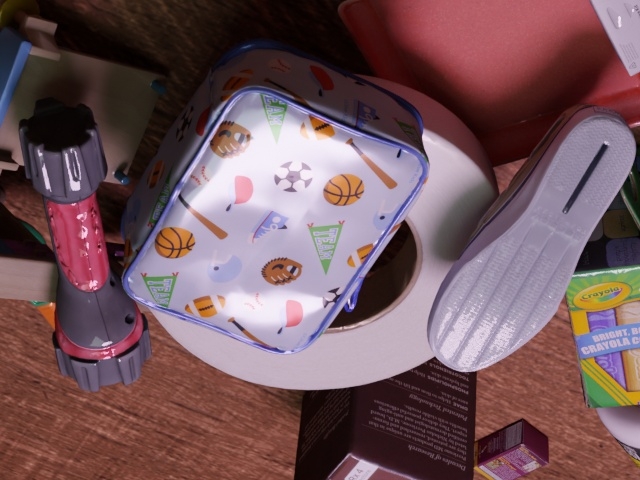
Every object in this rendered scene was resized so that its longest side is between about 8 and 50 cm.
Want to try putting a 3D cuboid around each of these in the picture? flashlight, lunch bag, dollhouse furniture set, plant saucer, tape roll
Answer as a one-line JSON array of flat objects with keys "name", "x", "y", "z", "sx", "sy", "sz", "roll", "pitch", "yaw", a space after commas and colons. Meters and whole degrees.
[{"name": "flashlight", "x": -0.237, "y": 0.012, "z": 1.681, "sx": 0.103, "sy": 0.103, "sz": 0.304, "roll": 11, "pitch": 132, "yaw": 17}, {"name": "lunch bag", "x": -0.044, "y": -0.031, "z": 1.610, "sx": 0.243, "sy": 0.115, "sz": 0.303, "roll": 20, "pitch": 124, "yaw": -22}, {"name": "dollhouse furniture set", "x": -0.281, "y": -0.110, "z": 1.790, "sx": 0.286, "sy": 0.198, "sz": 0.303, "roll": 8, "pitch": 112, "yaw": -42}, {"name": "plant saucer", "x": 0.186, "y": -0.192, "z": 1.665, "sx": 0.259, "sy": 0.047, "sz": 0.258, "roll": -15, "pitch": 132, "yaw": 22}, {"name": "tape roll", "x": 0.000, "y": 0.000, "z": 1.757, "sx": 0.392, "sy": 0.072, "sz": 0.392, "roll": -3, "pitch": 131, "yaw": -3}]

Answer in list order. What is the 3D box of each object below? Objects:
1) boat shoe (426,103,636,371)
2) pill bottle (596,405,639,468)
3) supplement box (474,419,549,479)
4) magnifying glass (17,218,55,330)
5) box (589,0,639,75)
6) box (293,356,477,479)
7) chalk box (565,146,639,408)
[{"name": "boat shoe", "x": 0.211, "y": -0.003, "z": 1.668, "sx": 0.109, "sy": 0.094, "sz": 0.302, "roll": 34, "pitch": 101, "yaw": -10}, {"name": "pill bottle", "x": 0.475, "y": 0.244, "z": 1.979, "sx": 0.188, "sy": 0.188, "sz": 0.334, "roll": -22, "pitch": 129, "yaw": 26}, {"name": "supplement box", "x": 0.244, "y": 0.273, "z": 2.140, "sx": 0.083, "sy": 0.043, "sz": 0.055, "roll": -31, "pitch": 125, "yaw": 33}, {"name": "magnifying glass", "x": -0.341, "y": 0.054, "z": 1.999, "sx": 0.092, "sy": 0.026, "sz": 0.231, "roll": -14, "pitch": 131, "yaw": 19}, {"name": "box", "x": 0.339, "y": -0.255, "z": 1.551, "sx": 0.186, "sy": 0.038, "sz": 0.145, "roll": -30, "pitch": 128, "yaw": 8}, {"name": "box", "x": 0.077, "y": 0.247, "z": 2.019, "sx": 0.167, "sy": 0.203, "sz": 0.168, "roll": 22, "pitch": 135, "yaw": -16}, {"name": "chalk box", "x": 0.348, "y": 0.017, "z": 1.766, "sx": 0.179, "sy": 0.180, "sz": 0.289, "roll": -6, "pitch": 136, "yaw": 11}]
